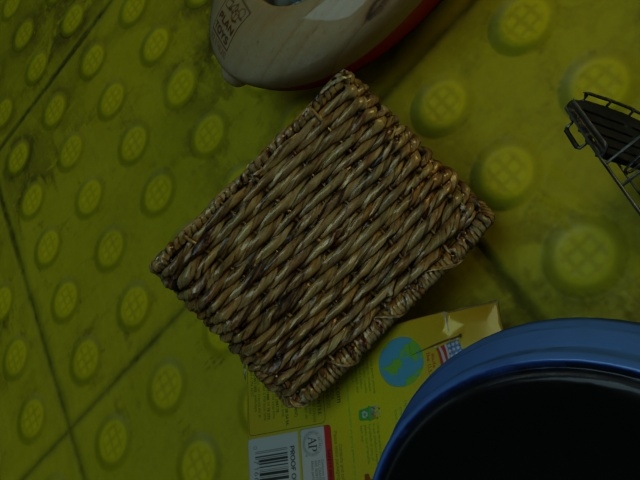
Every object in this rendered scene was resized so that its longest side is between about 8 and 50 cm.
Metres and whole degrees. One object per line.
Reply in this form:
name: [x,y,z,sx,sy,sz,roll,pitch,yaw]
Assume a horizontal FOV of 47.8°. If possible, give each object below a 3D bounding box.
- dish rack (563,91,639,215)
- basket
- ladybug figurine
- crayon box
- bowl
dish rack: [0.312,-0.022,0.558,0.074,0.208,0.271,-48,49,34]
basket: [0.000,0.000,0.808,0.223,0.213,0.299,44,90,-2]
ladybug figurine: [0.045,-0.354,0.894,0.449,0.162,0.305,-41,55,19]
crayon box: [0.067,0.199,0.746,0.319,0.081,0.202,-19,64,33]
bowl: [0.206,0.254,0.533,0.391,0.077,0.391,5,99,32]
